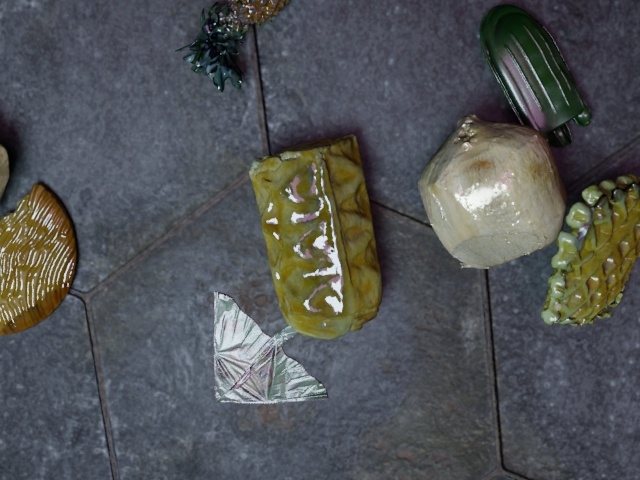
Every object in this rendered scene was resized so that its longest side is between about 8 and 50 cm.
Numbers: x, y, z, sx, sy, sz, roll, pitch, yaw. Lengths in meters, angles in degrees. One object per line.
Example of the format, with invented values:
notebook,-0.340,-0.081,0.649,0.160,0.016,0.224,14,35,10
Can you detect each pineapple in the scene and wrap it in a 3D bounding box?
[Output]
pineapple,-0.092,-0.301,0.873,0.103,0.083,0.221,37,100,-3

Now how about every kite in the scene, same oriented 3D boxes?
kite,-0.067,0.150,0.972,0.250,0.012,0.229,-43,96,5

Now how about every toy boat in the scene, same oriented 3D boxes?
toy boat,0.284,-0.219,0.890,0.104,0.052,0.210,-32,95,-10

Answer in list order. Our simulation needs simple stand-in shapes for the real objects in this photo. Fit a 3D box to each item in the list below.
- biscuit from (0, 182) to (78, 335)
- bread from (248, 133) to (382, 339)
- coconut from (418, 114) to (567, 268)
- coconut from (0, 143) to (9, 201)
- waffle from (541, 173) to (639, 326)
biscuit,-0.436,0.029,0.954,0.176,0.031,0.228,6,98,-1
bread,0.000,0.000,0.890,0.152,0.130,0.267,-11,97,-6
coconut,0.216,-0.069,0.852,0.194,0.194,0.194,0,98,2
coconut,-0.523,-0.089,0.859,0.237,0.197,0.236,0,94,6
waffle,0.366,0.014,0.867,0.214,0.054,0.207,-1,113,-42
